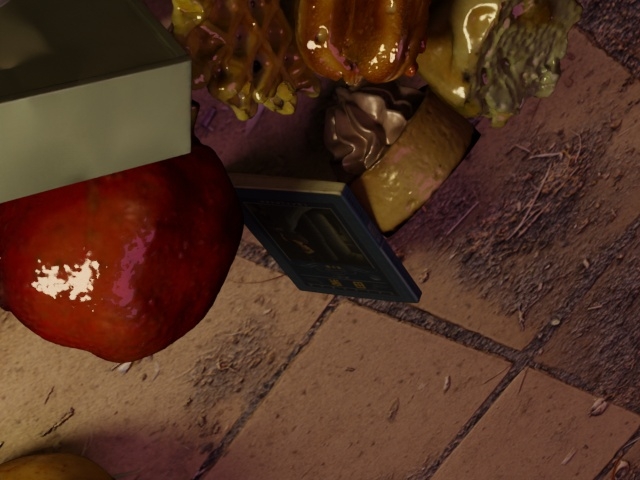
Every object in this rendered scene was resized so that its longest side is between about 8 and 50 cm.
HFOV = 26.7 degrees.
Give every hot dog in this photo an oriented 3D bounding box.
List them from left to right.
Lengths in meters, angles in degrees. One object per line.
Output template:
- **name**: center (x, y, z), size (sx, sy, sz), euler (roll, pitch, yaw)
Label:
- **hot dog**: center (0.059, -0.336, 1.416), size (0.117, 0.158, 0.349), euler (-10, 105, -68)

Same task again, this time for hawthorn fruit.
- **hawthorn fruit**: center (-0.213, -0.025, 1.479), size (0.265, 0.265, 0.307), euler (15, 108, -44)

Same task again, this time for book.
- **book**: center (0.000, 0.000, 1.732), size (0.269, 0.190, 0.025), euler (53, 51, -49)

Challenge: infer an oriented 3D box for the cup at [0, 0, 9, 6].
- **cup**: center (-0.406, -0.361, 1.083), size (0.322, 0.237, 0.327), euler (0, 132, 0)

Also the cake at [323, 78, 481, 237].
- **cake**: center (0.079, -0.122, 1.701), size (0.185, 0.178, 0.208), euler (-49, 179, -7)

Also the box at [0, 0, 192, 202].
- **box**: center (-0.274, -0.161, 1.335), size (0.225, 0.225, 0.117), euler (-17, 134, -25)

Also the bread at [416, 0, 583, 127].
- **bread**: center (0.153, -0.276, 1.552), size (0.196, 0.252, 0.238), euler (-52, 143, 6)

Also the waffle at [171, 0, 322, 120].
- **waffle**: center (-0.067, -0.279, 1.422), size (0.312, 0.060, 0.307), euler (0, 93, -62)

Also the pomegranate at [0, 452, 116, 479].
- **pomegranate**: center (-0.365, 0.421, 1.755), size (0.307, 0.307, 0.307), euler (-21, 135, -22)
